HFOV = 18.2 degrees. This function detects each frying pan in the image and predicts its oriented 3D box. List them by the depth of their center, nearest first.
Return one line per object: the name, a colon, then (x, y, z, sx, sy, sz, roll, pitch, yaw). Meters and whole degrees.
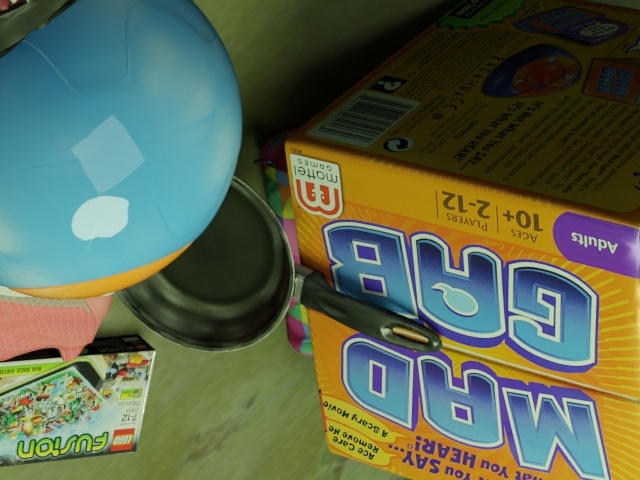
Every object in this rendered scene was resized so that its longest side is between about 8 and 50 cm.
frying pan: (-0.052, 0.008, 1.812, 0.053, 0.326, 0.197, -51, 133, -57)

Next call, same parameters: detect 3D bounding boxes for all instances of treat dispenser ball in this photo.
treat dispenser ball: (-0.208, -0.096, 1.620, 0.288, 0.288, 0.288, -17, 122, -29)

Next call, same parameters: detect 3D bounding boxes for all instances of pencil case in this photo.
pencil case: (0.000, 0.000, 1.950, 0.104, 0.104, 0.236, -25, 127, -23)

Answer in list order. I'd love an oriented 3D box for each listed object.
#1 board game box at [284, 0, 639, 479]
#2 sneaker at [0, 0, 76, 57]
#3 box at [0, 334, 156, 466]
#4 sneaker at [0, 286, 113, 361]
board game box: (0.229, 0.012, 1.880, 0.356, 0.356, 0.356, -40, 134, -42)
sneaker: (-0.249, -0.202, 1.448, 0.483, 0.185, 0.202, -9, 90, 5)
box: (-0.261, 0.153, 1.880, 0.207, 0.036, 0.114, -3, 115, -35)
sneaker: (-0.313, 0.055, 1.740, 0.314, 0.116, 0.136, 5, 115, -36)
